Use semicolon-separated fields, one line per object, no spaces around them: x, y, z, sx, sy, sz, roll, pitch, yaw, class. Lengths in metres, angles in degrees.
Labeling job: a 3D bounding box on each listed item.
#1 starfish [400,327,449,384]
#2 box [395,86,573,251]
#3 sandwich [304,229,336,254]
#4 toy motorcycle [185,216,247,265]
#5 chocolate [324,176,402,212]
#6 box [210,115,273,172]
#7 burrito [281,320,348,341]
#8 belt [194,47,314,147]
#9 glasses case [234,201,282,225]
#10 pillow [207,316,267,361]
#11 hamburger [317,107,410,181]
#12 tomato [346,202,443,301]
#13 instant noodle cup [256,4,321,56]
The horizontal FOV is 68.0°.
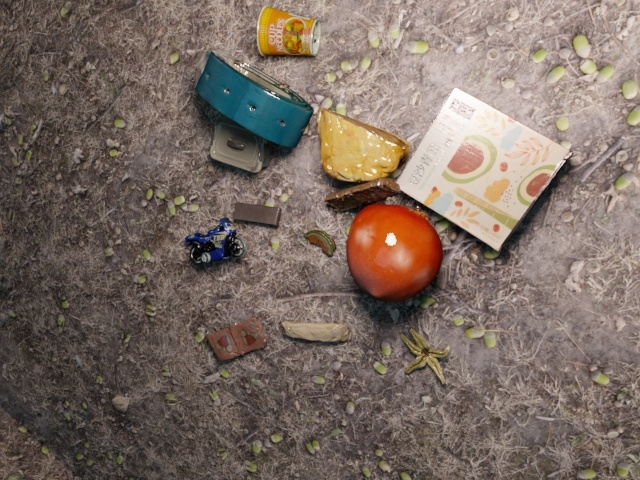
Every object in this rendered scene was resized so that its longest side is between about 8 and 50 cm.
0.362;0.404;1.657;0.217;0.050;0.224;-43;71;29;starfish
0.484;-0.216;1.453;0.385;0.122;0.345;35;111;13;box
-0.001;-0.002;1.742;0.135;0.029;0.067;27;108;16;sandwich
-0.415;0.004;1.874;0.315;0.113;0.169;-11;85;32;toy motorcycle
0.130;-0.153;1.554;0.329;0.102;0.065;-12;65;58;chocolate
-0.283;-0.352;1.740;0.226;0.130;0.162;20;107;19;box
-0.028;0.340;1.800;0.275;0.059;0.082;1;115;22;burrito
-0.229;-0.485;1.597;0.436;0.300;0.173;34;110;18;belt
-0.241;-0.102;1.815;0.190;0.042;0.072;9;96;21;glasses case
-0.338;0.405;1.946;0.248;0.049;0.135;-24;91;20;pillow
0.113;-0.290;1.572;0.329;0.162;0.209;28;111;13;hamburger
0.224;0.043;1.501;0.321;0.321;0.322;4;101;22;tomato
-0.099;-0.692;1.596;0.184;0.168;0.169;13;104;10;instant noodle cup
